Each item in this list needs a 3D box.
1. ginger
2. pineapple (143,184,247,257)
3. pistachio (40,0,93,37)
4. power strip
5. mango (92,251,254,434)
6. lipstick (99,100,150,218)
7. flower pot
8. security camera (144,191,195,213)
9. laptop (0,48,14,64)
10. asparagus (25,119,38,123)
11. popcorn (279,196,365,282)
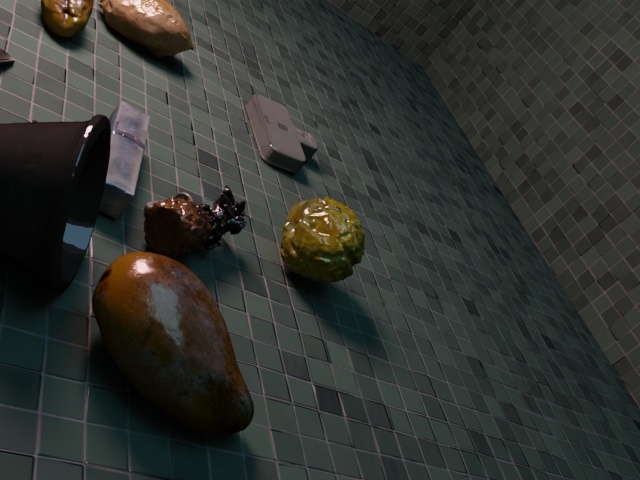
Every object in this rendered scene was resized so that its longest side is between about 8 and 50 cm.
[{"bbox_3d":[-0.441,-0.558,1.801,0.267,0.152,0.138,37,56,-21],"label":"ginger"},{"bbox_3d":[-0.221,-0.035,1.336,0.111,0.119,0.237,61,27,6],"label":"pineapple"},{"bbox_3d":[-0.579,-0.538,1.611,0.110,0.100,0.189,31,29,-31],"label":"pistachio"},{"bbox_3d":[-0.097,-0.282,1.942,0.194,0.059,0.264,18,35,-33],"label":"power strip"},{"bbox_3d":[-0.210,0.158,1.044,0.316,0.146,0.193,56,27,-4],"label":"mango"},{"bbox_3d":[-0.381,-0.156,1.339,0.076,0.077,0.289,30,30,-25],"label":"lipstick"},{"bbox_3d":[-0.415,-0.068,1.021,0.166,0.268,0.269,13,33,-8],"label":"flower pot"},{"bbox_3d":[-0.290,-0.062,1.354,0.058,0.058,0.092,49,30,13],"label":"security camera"},{"bbox_3d":[-0.671,-0.372,1.258,0.188,0.015,0.269,36,12,-11],"label":"laptop"},{"bbox_3d":[-0.545,-0.189,1.234,0.016,0.013,0.166,52,26,-6],"label":"asparagus"},{"bbox_3d":[0.000,0.000,1.541,0.198,0.212,0.197,3,84,-26],"label":"popcorn"}]
